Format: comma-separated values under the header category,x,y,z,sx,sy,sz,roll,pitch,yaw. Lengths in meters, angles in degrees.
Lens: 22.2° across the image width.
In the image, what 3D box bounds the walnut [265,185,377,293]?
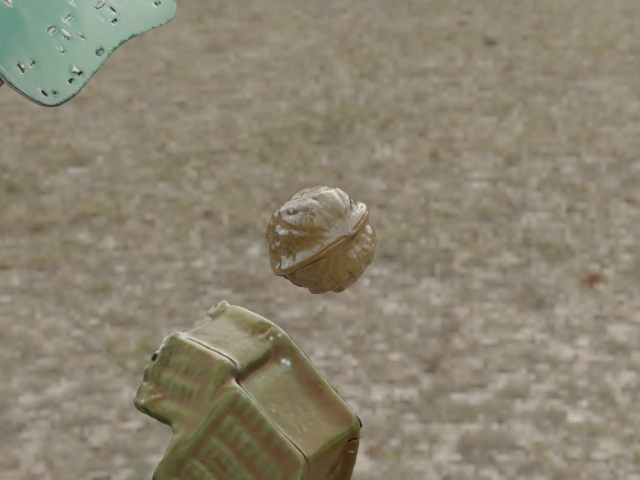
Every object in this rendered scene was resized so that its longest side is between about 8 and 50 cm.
category,x,y,z,sx,sy,sz,roll,pitch,yaw
walnut,0.000,0.000,1.222,0.082,0.079,0.096,-42,13,-25

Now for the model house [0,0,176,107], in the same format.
category,x,y,z,sx,sy,sz,roll,pitch,yaw
model house,-0.182,-0.124,0.974,0.088,0.117,0.167,-41,7,38

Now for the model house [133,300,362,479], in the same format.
category,x,y,z,sx,sy,sz,roll,pitch,yaw
model house,-0.098,0.224,1.740,0.268,0.173,0.239,46,40,10
